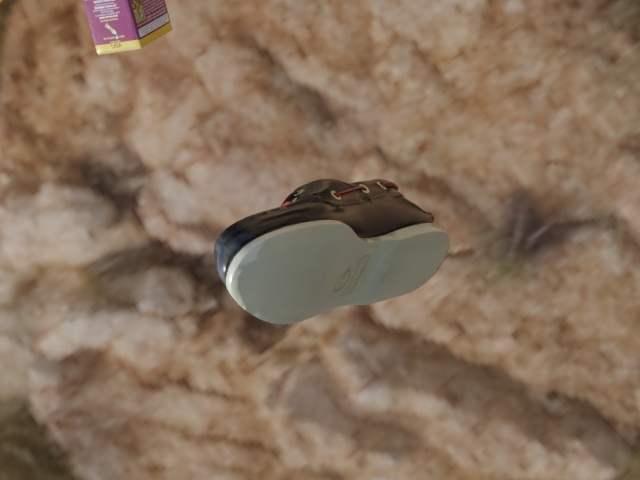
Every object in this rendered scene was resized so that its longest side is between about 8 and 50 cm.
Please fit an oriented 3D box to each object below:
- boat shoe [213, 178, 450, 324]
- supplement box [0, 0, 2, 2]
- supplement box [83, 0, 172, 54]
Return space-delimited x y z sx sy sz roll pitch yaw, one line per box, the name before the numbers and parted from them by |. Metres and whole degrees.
boat shoe | -0.001 0.001 0.778 0.042 0.133 0.049 43 117 25
supplement box | -0.197 -0.185 1.169 0.062 0.098 0.036 -42 127 21
supplement box | -0.154 -0.192 1.517 0.043 0.055 0.083 -5 108 28
